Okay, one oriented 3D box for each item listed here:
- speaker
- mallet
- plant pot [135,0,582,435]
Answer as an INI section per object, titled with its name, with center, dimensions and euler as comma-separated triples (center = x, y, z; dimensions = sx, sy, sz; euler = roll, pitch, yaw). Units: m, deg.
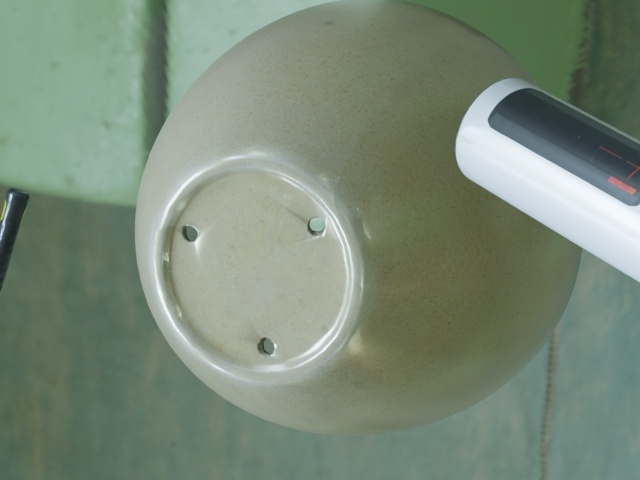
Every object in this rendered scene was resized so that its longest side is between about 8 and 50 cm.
[speaker]
center = 0.124, -0.023, 0.732
dimensions = 0.136, 0.055, 0.055
euler = 36, 124, 43
[mallet]
center = -0.218, 0.057, 1.044
dimensions = 0.039, 0.062, 0.189
euler = 17, 92, -13
[plant pot]
center = 0.000, 0.000, 1.001
dimensions = 0.284, 0.191, 0.284
euler = 5, 102, 21
